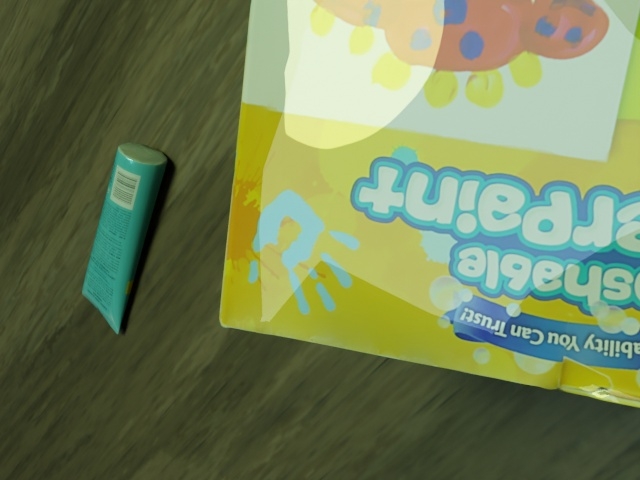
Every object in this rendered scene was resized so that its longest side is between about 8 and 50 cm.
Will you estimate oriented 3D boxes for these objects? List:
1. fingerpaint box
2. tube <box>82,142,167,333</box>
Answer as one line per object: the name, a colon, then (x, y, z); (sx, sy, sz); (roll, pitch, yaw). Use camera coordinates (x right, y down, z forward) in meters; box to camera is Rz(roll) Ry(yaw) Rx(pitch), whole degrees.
fingerpaint box: (0.195, -0.107, 0.389); (0.444, 0.163, 0.371); (7, 94, 23)
tube: (-0.220, -0.003, 0.873); (0.080, 0.052, 0.207); (41, 120, 38)
